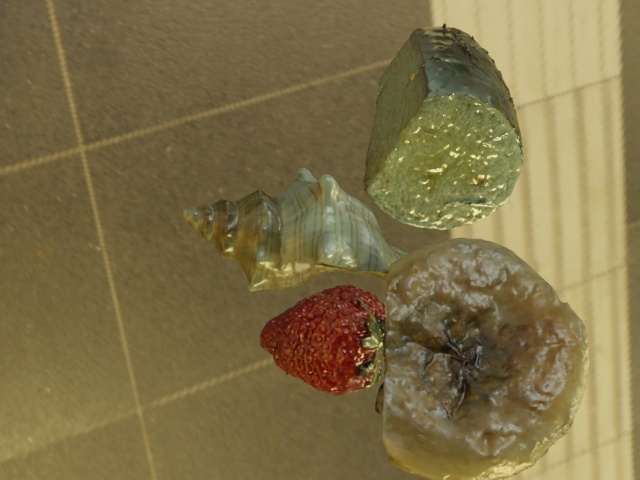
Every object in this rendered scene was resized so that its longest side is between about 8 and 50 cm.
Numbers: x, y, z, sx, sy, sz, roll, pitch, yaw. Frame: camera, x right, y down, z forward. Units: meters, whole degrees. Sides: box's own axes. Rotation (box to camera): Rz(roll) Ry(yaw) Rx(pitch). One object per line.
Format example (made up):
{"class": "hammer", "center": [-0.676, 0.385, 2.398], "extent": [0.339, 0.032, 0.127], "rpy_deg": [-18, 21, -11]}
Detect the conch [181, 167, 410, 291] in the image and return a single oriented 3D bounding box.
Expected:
{"class": "conch", "center": [-0.006, -0.011, 1.137], "extent": [0.233, 0.137, 0.114], "rpy_deg": [-1, 89, 8]}

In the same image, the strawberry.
{"class": "strawberry", "center": [0.009, 0.104, 1.412], "extent": [0.131, 0.148, 0.131], "rpy_deg": [-50, 157, -32]}

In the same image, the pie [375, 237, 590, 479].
{"class": "pie", "center": [0.138, 0.101, 1.077], "extent": [0.185, 0.218, 0.052], "rpy_deg": [-1, 155, 0]}

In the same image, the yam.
{"class": "yam", "center": [0.166, -0.155, 1.673], "extent": [0.201, 0.271, 0.202], "rpy_deg": [26, 117, -22]}
